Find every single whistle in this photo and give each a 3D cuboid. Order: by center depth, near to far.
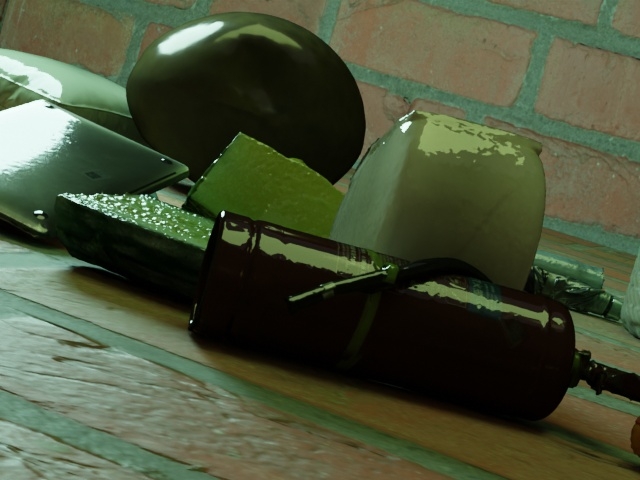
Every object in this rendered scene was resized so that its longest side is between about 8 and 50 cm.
[{"bbox_3d":[0.237,0.024,2.201,0.312,0.062,0.062,16,6,-5],"label":"whistle"}]

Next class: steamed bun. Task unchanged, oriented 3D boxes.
[{"bbox_3d":[0.087,0.011,1.338,0.146,0.164,0.242,15,-20,-10],"label":"steamed bun"}]

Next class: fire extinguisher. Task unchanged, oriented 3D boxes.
[{"bbox_3d":[0.079,0.065,1.181,0.341,0.105,0.141,15,10,-7],"label":"fire extinguisher"}]

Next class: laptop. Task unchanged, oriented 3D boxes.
[{"bbox_3d":[-0.262,-0.075,1.509,0.187,0.015,0.269,25,24,16],"label":"laptop"}]

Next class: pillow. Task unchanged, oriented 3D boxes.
[{"bbox_3d":[-0.378,-0.196,2.322,0.255,0.120,0.322,23,5,26],"label":"pillow"}]

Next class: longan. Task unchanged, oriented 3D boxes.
[{"bbox_3d":[-0.102,-0.191,2.262,0.350,0.288,0.288,16,6,-18],"label":"longan"}]

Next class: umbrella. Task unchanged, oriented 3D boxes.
[{"bbox_3d":[0.314,0.065,2.124,0.188,0.046,0.050,21,10,1],"label":"umbrella"}]

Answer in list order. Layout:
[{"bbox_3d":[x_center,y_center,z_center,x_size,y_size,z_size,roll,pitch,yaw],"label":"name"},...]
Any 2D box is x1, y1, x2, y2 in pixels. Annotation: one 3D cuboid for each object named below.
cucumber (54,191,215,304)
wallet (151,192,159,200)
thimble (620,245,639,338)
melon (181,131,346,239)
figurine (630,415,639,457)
[{"bbox_3d":[-0.093,0.023,1.304,0.244,0.063,0.115,19,14,26],"label":"cucumber"},{"bbox_3d":[-0.322,-0.076,1.589,0.342,0.075,0.237,15,11,-13],"label":"wallet"},{"bbox_3d":[0.497,0.072,2.015,0.219,0.150,0.219,16,5,-1],"label":"thimble"},{"bbox_3d":[0.021,-0.007,1.631,0.323,0.124,0.196,21,6,-5],"label":"melon"},{"bbox_3d":[0.271,0.152,1.170,0.109,0.047,0.064,16,1,-39],"label":"figurine"}]
